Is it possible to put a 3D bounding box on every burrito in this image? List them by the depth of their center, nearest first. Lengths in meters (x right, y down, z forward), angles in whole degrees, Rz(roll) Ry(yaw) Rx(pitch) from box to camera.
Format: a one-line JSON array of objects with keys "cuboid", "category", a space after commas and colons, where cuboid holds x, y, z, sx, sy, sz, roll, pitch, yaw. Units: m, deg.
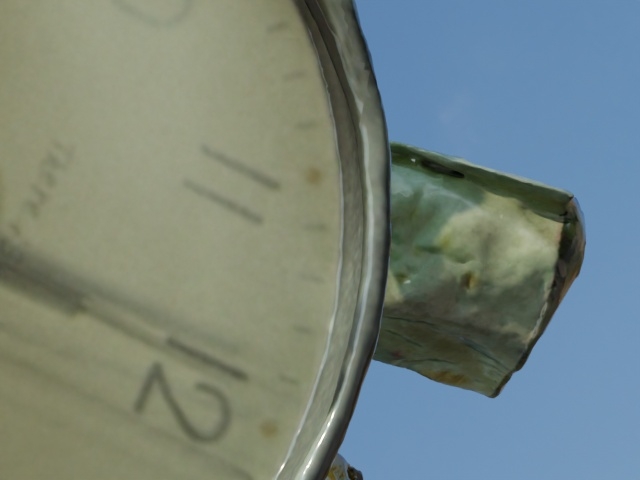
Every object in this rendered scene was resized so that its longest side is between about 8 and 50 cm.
[{"cuboid": [0.000, 0.000, 0.849, 0.229, 0.089, 0.144, 16, -34, -6], "category": "burrito"}]

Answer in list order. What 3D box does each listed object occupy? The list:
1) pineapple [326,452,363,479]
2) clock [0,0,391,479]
[{"cuboid": [-0.020, 0.172, 1.102, 0.047, 0.221, 0.221, -43, -37, 18], "category": "pineapple"}, {"cuboid": [-0.097, -0.006, 0.339, 0.226, 0.226, 0.049, -26, -2, -14], "category": "clock"}]
